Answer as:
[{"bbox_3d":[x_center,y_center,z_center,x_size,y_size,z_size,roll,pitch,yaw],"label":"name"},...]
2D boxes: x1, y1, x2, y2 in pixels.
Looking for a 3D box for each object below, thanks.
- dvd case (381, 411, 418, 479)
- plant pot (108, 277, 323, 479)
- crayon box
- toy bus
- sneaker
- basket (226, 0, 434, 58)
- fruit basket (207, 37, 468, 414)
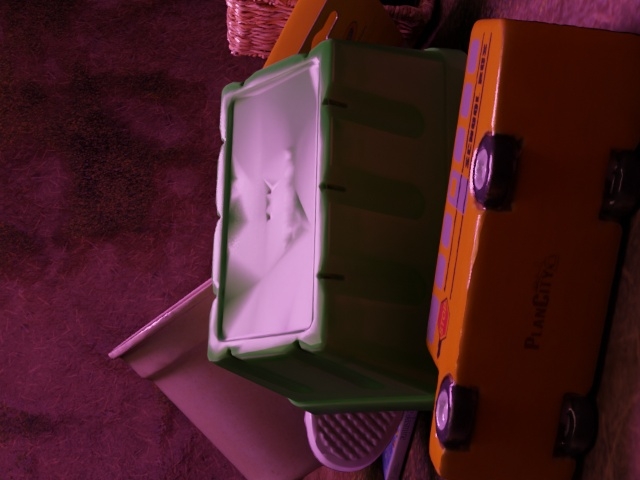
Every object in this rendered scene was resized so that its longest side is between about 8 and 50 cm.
[{"bbox_3d":[0.112,0.180,1.201,0.180,0.022,0.253,-93,11,-55],"label":"dvd case"},{"bbox_3d":[-0.093,0.194,1.315,0.305,0.334,0.334,55,173,-3],"label":"plant pot"},{"bbox_3d":[0.021,-0.214,1.139,0.202,0.081,0.318,-62,-25,-2],"label":"crayon box"},{"bbox_3d":[0.149,0.009,0.651,0.130,0.108,0.333,-112,28,-76],"label":"toy bus"},{"bbox_3d":[0.049,0.161,1.139,0.127,0.126,0.321,113,173,-55],"label":"sneaker"},{"bbox_3d":[0.013,-0.397,1.308,0.223,0.299,0.214,116,159,-78],"label":"basket"},{"bbox_3d":[0.065,0.003,0.939,0.283,0.392,0.392,-13,67,44],"label":"fruit basket"}]
